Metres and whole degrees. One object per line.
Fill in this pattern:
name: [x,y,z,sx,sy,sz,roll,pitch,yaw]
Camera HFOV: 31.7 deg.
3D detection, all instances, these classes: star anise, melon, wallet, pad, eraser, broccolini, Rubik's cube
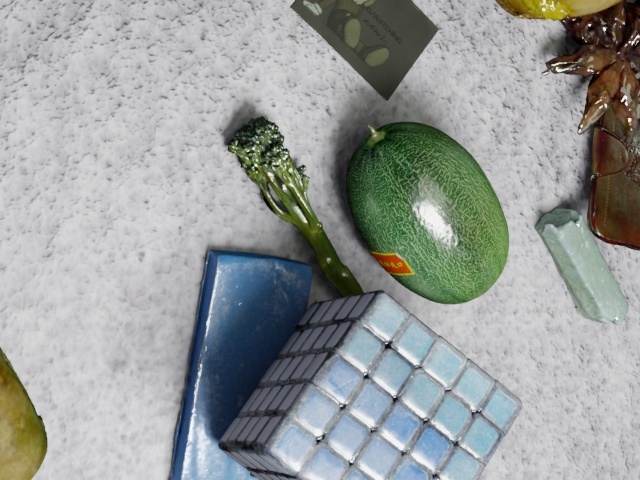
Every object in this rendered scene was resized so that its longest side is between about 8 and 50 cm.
star anise: [0.442,-0.266,1.617,0.272,0.102,0.272,3,82,-24]
melon: [0.135,-0.042,1.465,0.182,0.182,0.287,-41,116,-16]
wallet: [0.456,-0.112,1.667,0.137,0.031,0.255,15,73,-25]
pad: [0.062,-0.292,1.486,0.190,0.004,0.127,40,79,-27]
eraser: [-0.101,0.172,1.453,0.144,0.043,0.311,8,95,-29]
broccolini: [0.005,-0.001,1.484,0.074,0.079,0.392,-48,124,-25]
Rubik's cube: [0.052,0.224,1.352,0.237,0.238,0.237,38,72,-10]

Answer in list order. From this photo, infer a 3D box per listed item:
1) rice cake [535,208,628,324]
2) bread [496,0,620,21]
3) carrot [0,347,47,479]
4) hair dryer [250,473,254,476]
rice cake: [0.387,0.038,1.676,0.063,0.069,0.206,-39,111,-17]
bread: [0.287,-0.412,1.477,0.176,0.195,0.246,-26,108,-29]
carrot: [-0.465,0.240,1.180,0.341,0.224,0.224,-31,111,-15]
hair dryer: [0.061,0.297,1.513,0.344,0.107,0.189,8,94,-32]
